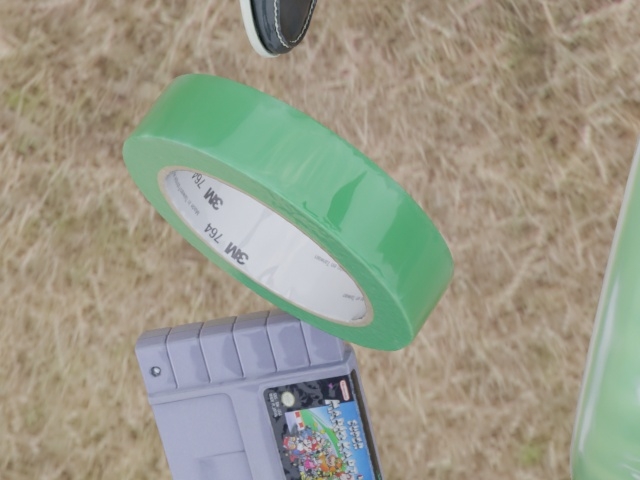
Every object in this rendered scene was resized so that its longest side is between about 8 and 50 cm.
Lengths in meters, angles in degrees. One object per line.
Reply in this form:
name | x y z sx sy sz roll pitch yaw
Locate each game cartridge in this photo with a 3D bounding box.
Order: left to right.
game cartridge | -0.049 0.247 1.720 0.230 0.068 0.355 -9 111 13

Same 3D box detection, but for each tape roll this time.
tape roll | -0.031 -0.021 1.445 0.321 0.321 0.077 40 72 -14

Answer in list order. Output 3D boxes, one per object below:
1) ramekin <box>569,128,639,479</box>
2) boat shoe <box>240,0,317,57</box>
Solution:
ramekin | 0.180 -0.028 0.477 0.148 0.303 0.303 15 110 14
boat shoe | -0.004 -0.363 1.682 0.113 0.127 0.340 7 82 26
